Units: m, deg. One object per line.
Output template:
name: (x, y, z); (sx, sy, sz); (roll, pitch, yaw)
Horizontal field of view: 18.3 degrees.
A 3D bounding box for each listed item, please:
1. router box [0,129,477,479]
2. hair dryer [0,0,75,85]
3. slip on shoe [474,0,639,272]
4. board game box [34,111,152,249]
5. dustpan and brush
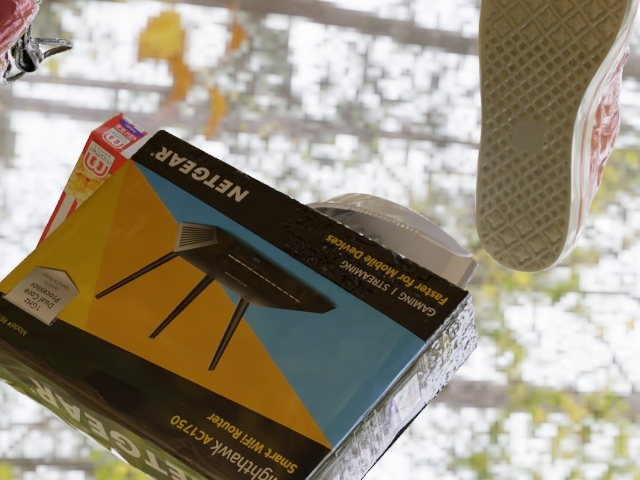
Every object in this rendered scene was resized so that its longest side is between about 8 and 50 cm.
router box: (-0.043, 0.040, 0.852); (0.179, 0.133, 0.046); (28, -29, 29)
hair dryer: (-0.313, -0.179, 1.882); (0.080, 0.293, 0.223); (46, -44, 16)
slip on shoe: (0.190, -0.138, 1.559); (0.123, 0.101, 0.331); (16, -63, 21)
board game box: (-0.135, 0.025, 1.453); (0.147, 0.045, 0.193); (36, -54, 9)
dustpan and brush: (0.000, 0.000, 1.470); (0.211, 0.060, 0.147); (43, -41, 14)
